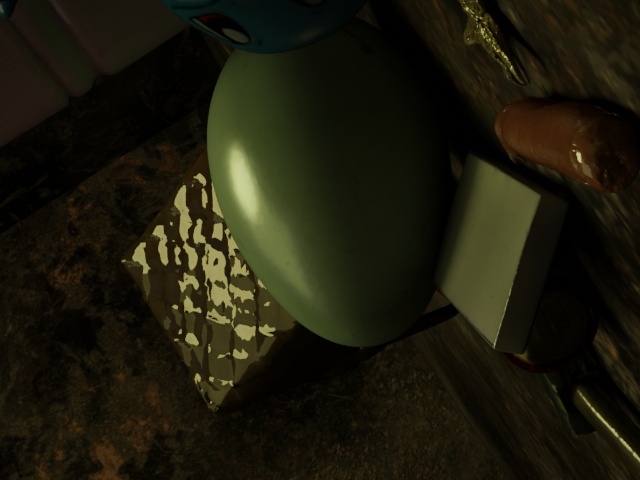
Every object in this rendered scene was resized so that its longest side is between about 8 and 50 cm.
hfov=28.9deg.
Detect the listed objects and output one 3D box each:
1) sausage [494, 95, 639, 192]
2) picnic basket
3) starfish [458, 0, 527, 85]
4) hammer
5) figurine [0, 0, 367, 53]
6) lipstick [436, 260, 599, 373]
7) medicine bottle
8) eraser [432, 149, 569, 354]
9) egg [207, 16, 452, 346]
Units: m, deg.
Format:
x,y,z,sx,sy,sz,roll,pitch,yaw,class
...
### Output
x,y,z,sx,sy,sz,roll,pitch,yaw,class
0.120,-0.052,0.634,0.158,0.036,0.042,-136,48,-78,sausage
0.000,0.000,1.246,0.321,0.291,0.254,-19,-112,-47,picnic basket
0.087,-0.120,0.673,0.092,0.016,0.086,62,-177,36,starfish
0.270,0.200,0.898,0.365,0.043,0.111,53,175,46,hammer
-0.128,-0.274,0.671,0.416,0.298,0.243,60,-149,-11,figurine
0.134,0.030,0.954,0.080,0.080,0.241,58,178,-16,lipstick
-0.176,-0.232,0.940,0.202,0.316,0.202,56,177,5,medicine bottle
0.116,0.002,0.831,0.023,0.104,0.150,12,-168,-14,eraser
0.010,-0.048,0.951,0.183,0.183,0.264,76,179,-83,egg
